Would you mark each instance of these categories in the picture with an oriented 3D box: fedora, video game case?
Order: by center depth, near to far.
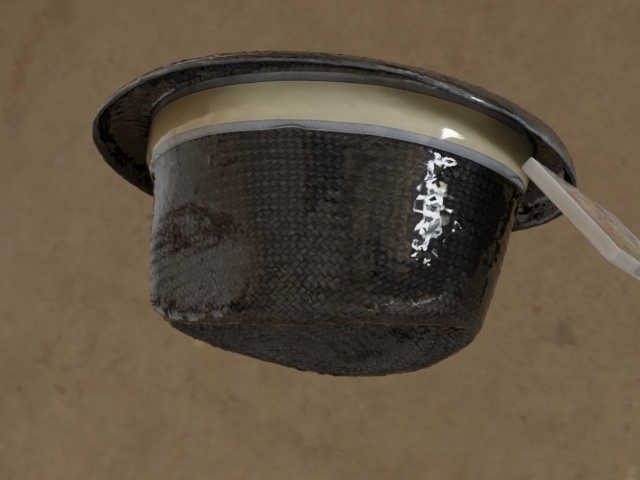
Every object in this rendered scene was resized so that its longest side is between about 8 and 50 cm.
[{"bbox_3d":[0.179,-0.003,0.853,0.011,0.122,0.087,-47,53,13],"label":"video game case"},{"bbox_3d":[0.000,0.000,0.923,0.334,0.334,0.153,-8,65,38],"label":"fedora"}]
